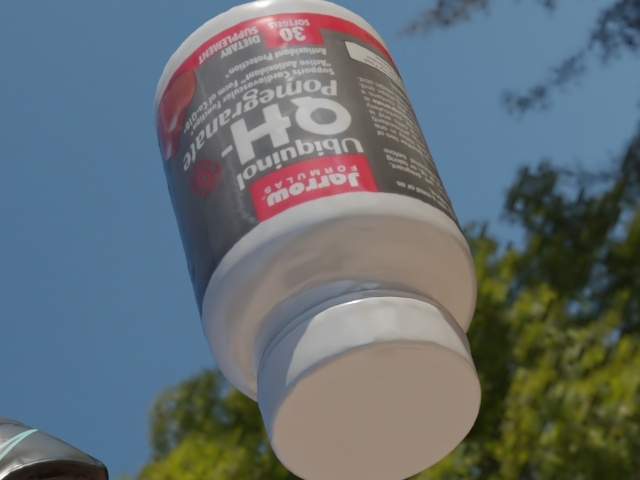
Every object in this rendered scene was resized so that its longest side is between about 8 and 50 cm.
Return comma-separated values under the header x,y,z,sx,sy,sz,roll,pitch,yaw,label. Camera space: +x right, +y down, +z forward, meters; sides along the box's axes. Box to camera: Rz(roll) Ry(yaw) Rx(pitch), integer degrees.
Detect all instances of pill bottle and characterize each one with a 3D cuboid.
x,y,z,sx,sy,sz,roll,pitch,yaw,label
0.000,0.000,1.243,0.176,0.318,0.176,-9,-46,-9,pill bottle

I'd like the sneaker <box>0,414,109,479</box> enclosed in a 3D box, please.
x,y,z,sx,sy,sz,roll,pitch,yaw,label
-0.148,0.139,0.555,0.267,0.106,0.101,-68,-22,-46,sneaker
